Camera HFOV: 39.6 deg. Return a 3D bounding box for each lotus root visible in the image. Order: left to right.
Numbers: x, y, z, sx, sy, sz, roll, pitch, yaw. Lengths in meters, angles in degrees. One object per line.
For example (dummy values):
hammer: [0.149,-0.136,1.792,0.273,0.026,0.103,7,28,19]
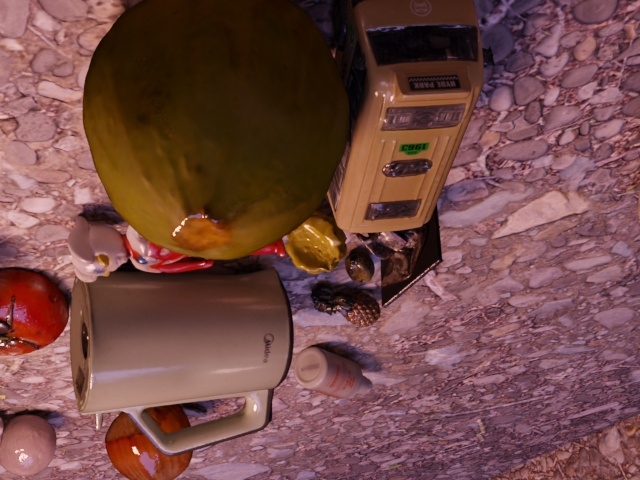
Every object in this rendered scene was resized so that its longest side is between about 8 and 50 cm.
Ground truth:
lotus root: [0.075,0.049,1.724,0.054,0.049,0.099,-9,152,13]

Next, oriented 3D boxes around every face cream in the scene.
face cream: [0.046,0.331,2.147,0.101,0.101,0.251,-28,146,26]

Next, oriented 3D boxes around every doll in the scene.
doll: [-0.765,0.462,2.063,0.287,0.151,0.151,18,140,-30]
doll: [-0.241,-0.005,1.475,0.383,0.099,0.188,-8,142,-11]

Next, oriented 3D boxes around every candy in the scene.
candy: [0.000,0.000,1.531,0.094,0.106,0.199,-34,179,8]

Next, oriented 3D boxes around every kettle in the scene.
kettle: [-0.259,0.228,1.647,0.376,0.361,0.250,-1,-170,-24]

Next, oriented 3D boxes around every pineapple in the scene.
pineapple: [0.049,0.131,1.844,0.159,0.074,0.074,20,138,-34]

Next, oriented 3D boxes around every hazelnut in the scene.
hazelnut: [-0.409,0.481,2.109,0.210,0.210,0.186,-16,145,7]

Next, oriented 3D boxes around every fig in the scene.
fig: [-0.125,-0.127,1.059,0.343,0.343,0.343,-9,150,-5]

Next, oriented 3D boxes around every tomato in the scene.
tomato: [-0.572,0.148,1.621,0.227,0.101,0.228,-6,150,-3]

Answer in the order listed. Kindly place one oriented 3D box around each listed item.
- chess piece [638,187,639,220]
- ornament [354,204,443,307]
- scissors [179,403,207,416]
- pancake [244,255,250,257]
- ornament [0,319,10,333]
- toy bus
chess piece: [0.623,-0.129,1.534,0.167,0.167,0.300,-19,143,13]
ornament: [0.087,-0.024,1.537,0.196,0.166,0.153,31,127,-24]
scissors: [-0.370,0.420,2.226,0.204,0.027,0.101,21,138,-41]
pancake: [-0.144,0.001,1.598,0.108,0.017,0.108,-9,150,-5]
ornament: [-0.645,0.140,1.502,0.260,0.106,0.251,6,142,-4]
toy bus: [0.103,-0.173,1.204,0.176,0.202,0.365,-5,149,-9]
